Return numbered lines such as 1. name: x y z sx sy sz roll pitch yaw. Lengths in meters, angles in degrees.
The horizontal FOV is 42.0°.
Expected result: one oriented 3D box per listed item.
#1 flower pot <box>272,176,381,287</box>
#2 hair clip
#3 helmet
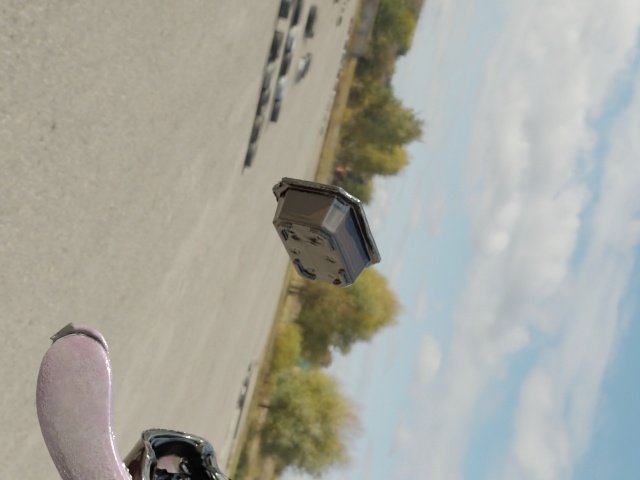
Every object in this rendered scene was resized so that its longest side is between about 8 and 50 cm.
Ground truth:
1. flower pot: 0.000 0.000 1.520 0.084 0.179 0.251 -64 151 -27
2. hair clip: -0.346 0.295 1.254 0.110 0.358 0.095 -35 163 31
3. helmet: -0.269 0.528 1.588 0.197 0.338 0.271 -48 156 10
